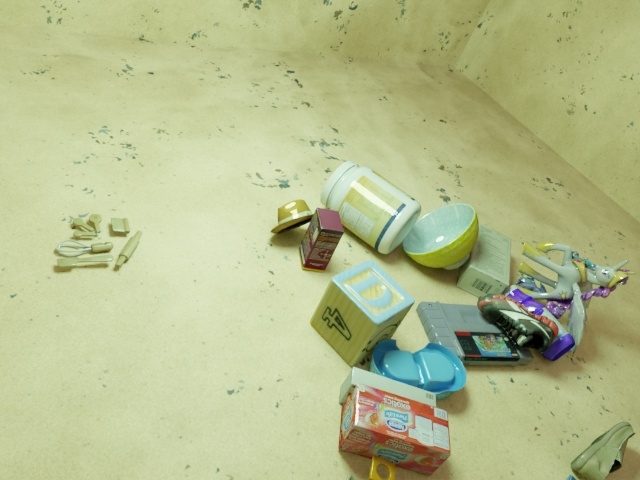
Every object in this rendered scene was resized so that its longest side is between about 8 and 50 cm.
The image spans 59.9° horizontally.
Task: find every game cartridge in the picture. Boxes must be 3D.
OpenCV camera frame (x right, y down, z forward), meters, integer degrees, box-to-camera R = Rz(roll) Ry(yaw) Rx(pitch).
[{"bbox_3d":[0.509,0.306,1.827,0.355,0.068,0.230,6,37,-23],"label":"game cartridge"}]

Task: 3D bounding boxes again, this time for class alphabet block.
[{"bbox_3d":[0.118,0.207,1.617,0.192,0.197,0.193,-21,56,-42],"label":"alphabet block"}]

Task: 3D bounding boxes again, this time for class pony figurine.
[{"bbox_3d":[0.888,0.178,1.997,0.363,0.351,0.303,18,30,22],"label":"pony figurine"}]

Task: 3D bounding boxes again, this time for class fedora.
[{"bbox_3d":[-0.090,-0.086,1.856,0.194,0.194,0.079,-19,85,-42],"label":"fedora"}]

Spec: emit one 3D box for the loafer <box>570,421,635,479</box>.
[{"bbox_3d":[0.832,0.618,1.609,0.268,0.102,0.092,-19,56,-31],"label":"loafer"}]

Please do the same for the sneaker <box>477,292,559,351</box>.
[{"bbox_3d":[0.636,0.272,1.809,0.276,0.098,0.135,28,44,9],"label":"sneaker"}]

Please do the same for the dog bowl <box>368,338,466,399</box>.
[{"bbox_3d":[0.273,0.378,1.601,0.297,0.074,0.166,9,41,-20],"label":"dog bowl"}]

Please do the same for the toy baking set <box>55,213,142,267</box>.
[{"bbox_3d":[-0.630,0.012,1.582,0.196,0.030,0.256,15,38,-7],"label":"toy baking set"}]

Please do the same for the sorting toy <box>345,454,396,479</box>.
[{"bbox_3d":[0.105,0.645,1.222,0.196,0.047,0.348,34,41,1],"label":"sorting toy"}]

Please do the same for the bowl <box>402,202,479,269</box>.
[{"bbox_3d":[0.461,0.011,2.027,0.156,0.289,0.289,55,32,-22],"label":"bowl"}]

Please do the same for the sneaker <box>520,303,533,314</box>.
[{"bbox_3d":[0.673,0.235,1.902,0.119,0.057,0.047,29,-2,12],"label":"sneaker"}]

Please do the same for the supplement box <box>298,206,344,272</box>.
[{"bbox_3d":[0.000,0.000,1.800,0.080,0.188,0.104,9,41,-20],"label":"supplement box"}]

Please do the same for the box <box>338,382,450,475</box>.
[{"bbox_3d":[0.184,0.476,1.397,0.256,0.123,0.128,19,38,-7],"label":"box"}]

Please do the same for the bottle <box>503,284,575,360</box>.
[{"bbox_3d":[0.747,0.279,1.935,0.092,0.118,0.283,29,22,-54],"label":"bottle"}]

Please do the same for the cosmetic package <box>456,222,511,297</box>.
[{"bbox_3d":[0.623,0.079,2.107,0.160,0.113,0.309,27,37,3],"label":"cosmetic package"}]

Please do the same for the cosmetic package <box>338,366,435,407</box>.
[{"bbox_3d":[0.177,0.422,1.480,0.239,0.099,0.060,19,41,-6],"label":"cosmetic package"}]

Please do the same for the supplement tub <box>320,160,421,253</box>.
[{"bbox_3d":[0.179,-0.124,2.010,0.316,0.228,0.228,37,40,16],"label":"supplement tub"}]

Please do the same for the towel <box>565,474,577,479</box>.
[{"bbox_3d":[0.670,0.688,1.488,0.067,0.029,0.119,44,41,22],"label":"towel"}]
